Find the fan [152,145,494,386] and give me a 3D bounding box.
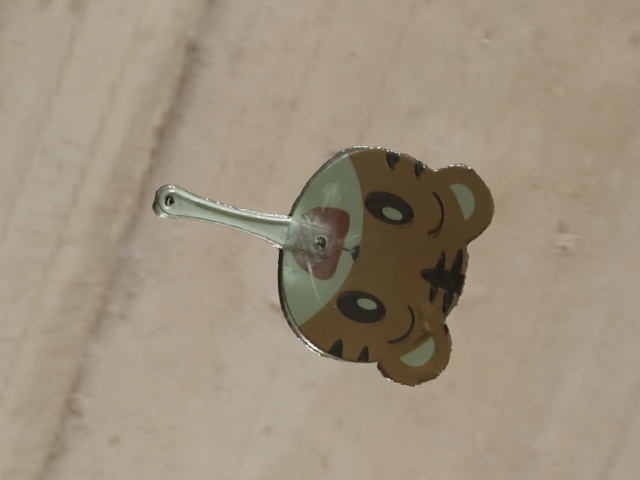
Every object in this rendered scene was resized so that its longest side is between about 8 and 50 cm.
[{"bbox_3d":[0.000,0.000,1.258,0.008,0.226,0.153,-173,-81,-71],"label":"fan"}]
